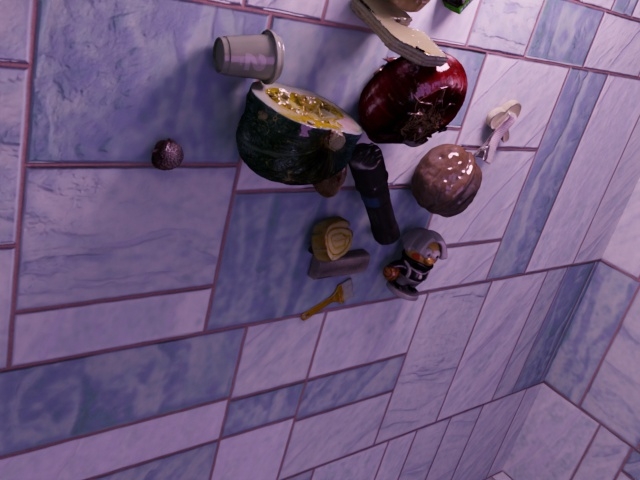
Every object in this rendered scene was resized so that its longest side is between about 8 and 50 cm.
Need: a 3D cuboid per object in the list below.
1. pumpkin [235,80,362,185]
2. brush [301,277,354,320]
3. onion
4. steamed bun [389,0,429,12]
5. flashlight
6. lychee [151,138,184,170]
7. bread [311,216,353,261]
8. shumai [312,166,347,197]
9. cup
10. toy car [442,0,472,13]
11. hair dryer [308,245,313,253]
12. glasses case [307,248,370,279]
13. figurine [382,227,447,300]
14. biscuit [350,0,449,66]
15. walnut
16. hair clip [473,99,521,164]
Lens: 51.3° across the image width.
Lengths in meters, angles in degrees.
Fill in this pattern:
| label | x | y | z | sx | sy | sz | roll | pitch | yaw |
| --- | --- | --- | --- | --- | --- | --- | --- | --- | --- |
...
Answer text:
| label | x | y | z | sx | sy | sz | roll | pitch | yaw |
| --- | --- | --- | --- | --- | --- | --- | --- | --- | --- |
| pumpkin | -0.061 | -0.227 | 1.555 | 0.293 | 0.263 | 0.196 | 1 | 123 | -41 |
| brush | 0.022 | 0.196 | 2.107 | 0.205 | 0.011 | 0.083 | -30 | 135 | -22 |
| onion | 0.237 | -0.379 | 1.746 | 0.314 | 0.232 | 0.314 | -20 | 160 | -7 |
| steamed bun | 0.236 | -0.644 | 1.573 | 0.141 | 0.155 | 0.172 | 15 | 89 | -30 |
| flashlight | 0.164 | -0.118 | 1.903 | 0.103 | 0.103 | 0.424 | -42 | 148 | -11 |
| lychee | -0.341 | -0.189 | 1.476 | 0.083 | 0.068 | 0.067 | 1 | 158 | -46 |
| bread | 0.034 | -0.006 | 1.918 | 0.156 | 0.064 | 0.117 | -20 | 115 | -52 |
| shumai | 0.037 | -0.194 | 1.773 | 0.105 | 0.123 | 0.139 | -28 | 121 | -40 |
| cup | -0.159 | -0.406 | 1.460 | 0.141 | 0.120 | 0.120 | -2 | 119 | -26 |
| toy car | 0.399 | -0.685 | 1.791 | 0.165 | 0.071 | 0.062 | -47 | 153 | -6 |
| hair dryer | 0.000 | 0.000 | 1.943 | 0.079 | 0.031 | 0.083 | -6 | 114 | -52 |
| glasses case | 0.059 | 0.073 | 2.027 | 0.205 | 0.047 | 0.070 | -7 | 123 | -40 |
| figurine | 0.307 | 0.068 | 2.186 | 0.176 | 0.133 | 0.236 | 13 | 114 | -33 |
| biscuit | 0.189 | -0.503 | 1.600 | 0.147 | 0.250 | 0.046 | -8 | 142 | -39 |
| walnut | 0.385 | -0.185 | 2.034 | 0.224 | 0.224 | 0.224 | -23 | 131 | -29 |
| hair clip | 0.590 | -0.359 | 2.187 | 0.159 | 0.071 | 0.218 | 8 | 117 | -47 |
